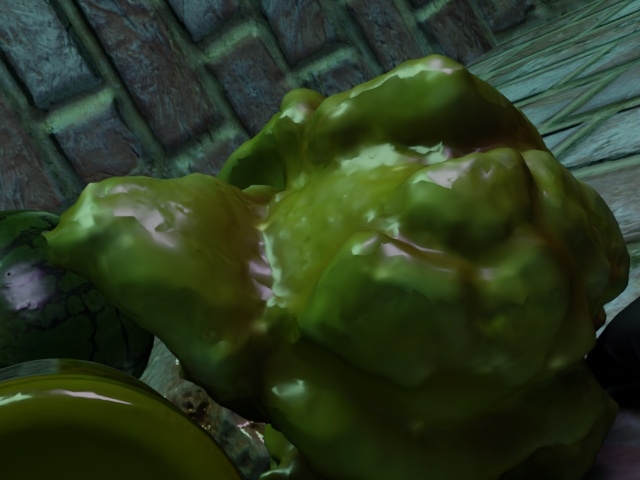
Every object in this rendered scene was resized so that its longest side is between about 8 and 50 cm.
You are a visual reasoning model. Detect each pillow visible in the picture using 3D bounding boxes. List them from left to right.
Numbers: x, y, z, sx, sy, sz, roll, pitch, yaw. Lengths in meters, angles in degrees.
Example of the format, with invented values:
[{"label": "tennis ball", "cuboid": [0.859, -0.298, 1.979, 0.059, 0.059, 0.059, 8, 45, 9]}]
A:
[{"label": "pillow", "cuboid": [0.244, 0.048, 0.687, 0.150, 0.048, 0.090, -36, 16, -18]}]

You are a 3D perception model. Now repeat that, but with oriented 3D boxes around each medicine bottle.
[{"label": "medicine bottle", "cuboid": [-0.176, 0.191, 0.677, 0.224, 0.224, 0.384, -33, 5, -15]}]

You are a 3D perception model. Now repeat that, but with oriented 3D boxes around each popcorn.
[{"label": "popcorn", "cuboid": [0.029, 0.017, 0.652, 0.290, 0.321, 0.325, -39, 34, -7]}]

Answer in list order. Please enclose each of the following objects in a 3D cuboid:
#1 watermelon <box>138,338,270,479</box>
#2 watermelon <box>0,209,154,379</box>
[{"label": "watermelon", "cuboid": [-0.030, 0.090, 0.951, 0.264, 0.151, 0.302, -14, 20, 34]}, {"label": "watermelon", "cuboid": [-0.384, 0.128, 1.329, 0.363, 0.363, 0.363, -29, 10, 5]}]
